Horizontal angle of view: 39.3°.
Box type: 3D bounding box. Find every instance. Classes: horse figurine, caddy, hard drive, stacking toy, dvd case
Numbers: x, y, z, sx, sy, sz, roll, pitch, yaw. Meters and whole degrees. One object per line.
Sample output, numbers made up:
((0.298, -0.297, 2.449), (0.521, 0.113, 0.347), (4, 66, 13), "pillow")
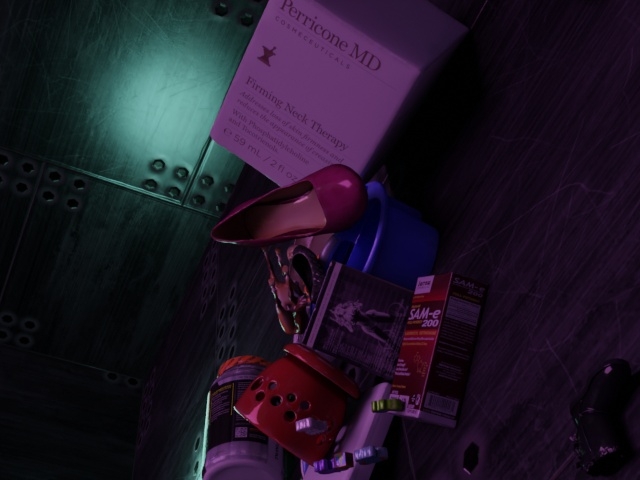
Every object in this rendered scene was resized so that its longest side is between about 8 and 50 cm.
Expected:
((-0.061, 0.113, 1.765), (0.263, 0.066, 0.174), (-116, 7, -66), "horse figurine")
((0.081, 0.054, 1.751), (0.241, 0.179, 0.341), (-121, 52, -67), "caddy")
((0.021, 0.438, 1.616), (0.233, 0.047, 0.353), (-40, 20, 58), "hard drive")
((0.052, 0.360, 1.456), (0.221, 0.052, 0.166), (-23, 58, 33), "stacking toy")
((0.092, 0.150, 1.603), (0.164, 0.221, 0.018), (-71, -17, 4), "dvd case")

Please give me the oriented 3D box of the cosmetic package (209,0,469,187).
((0.037, -0.328, 1.850), (0.393, 0.329, 0.327), (-60, -7, 36), "cosmetic package")

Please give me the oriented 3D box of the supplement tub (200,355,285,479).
((-0.178, 0.441, 2.128), (0.316, 0.194, 0.193), (-91, 26, -47), "supplement tub")

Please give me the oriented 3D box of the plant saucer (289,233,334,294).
((0.000, 0.000, 2.274), (0.310, 0.050, 0.310), (-161, 90, -73), "plant saucer")

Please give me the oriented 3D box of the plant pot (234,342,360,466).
((-0.038, 0.295, 1.655), (0.174, 0.191, 0.191), (-56, 15, -10), "plant pot")

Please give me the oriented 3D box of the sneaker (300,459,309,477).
((0.005, 0.420, 1.815), (0.084, 0.058, 0.152), (137, 155, -73), "sneaker")

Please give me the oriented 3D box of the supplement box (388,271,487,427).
((0.189, 0.178, 1.471), (0.130, 0.073, 0.239), (161, 126, -69), "supplement box")

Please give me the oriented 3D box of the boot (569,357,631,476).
((0.332, 0.210, 1.046), (0.099, 0.045, 0.121), (-88, 16, -47), "boot")

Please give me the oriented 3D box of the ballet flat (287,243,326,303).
((-0.026, 0.060, 1.708), (0.173, 0.049, 0.057), (52, 135, 47), "ballet flat")

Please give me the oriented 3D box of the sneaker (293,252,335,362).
((0.011, 0.150, 2.008), (0.321, 0.125, 0.180), (-66, 10, -20), "sneaker")

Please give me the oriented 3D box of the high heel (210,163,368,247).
((-0.061, -0.045, 1.679), (0.377, 0.181, 0.127), (-23, 87, 61), "high heel")
